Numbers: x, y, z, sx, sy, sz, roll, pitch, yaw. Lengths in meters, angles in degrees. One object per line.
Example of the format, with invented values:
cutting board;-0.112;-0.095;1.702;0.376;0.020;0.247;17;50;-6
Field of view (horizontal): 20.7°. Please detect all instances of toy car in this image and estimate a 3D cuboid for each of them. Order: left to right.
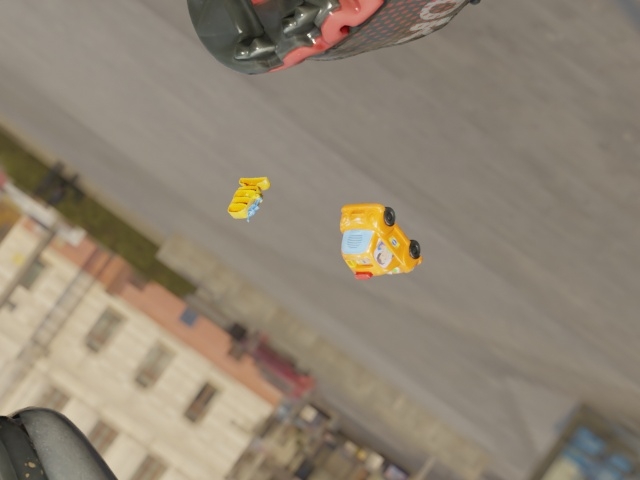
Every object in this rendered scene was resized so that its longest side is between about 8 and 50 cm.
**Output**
toy car;0.000;0.000;1.097;0.122;0.040;0.060;11;145;28

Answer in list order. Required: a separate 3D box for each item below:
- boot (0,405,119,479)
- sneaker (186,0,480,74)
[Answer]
boot;0.019;0.172;0.694;0.338;0.223;0.118;60;155;-4
sneaker;0.063;-0.175;0.913;0.135;0.276;0.097;-10;-106;-60
